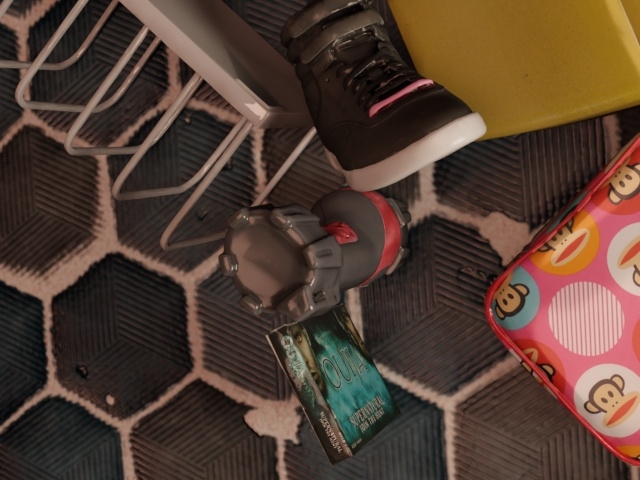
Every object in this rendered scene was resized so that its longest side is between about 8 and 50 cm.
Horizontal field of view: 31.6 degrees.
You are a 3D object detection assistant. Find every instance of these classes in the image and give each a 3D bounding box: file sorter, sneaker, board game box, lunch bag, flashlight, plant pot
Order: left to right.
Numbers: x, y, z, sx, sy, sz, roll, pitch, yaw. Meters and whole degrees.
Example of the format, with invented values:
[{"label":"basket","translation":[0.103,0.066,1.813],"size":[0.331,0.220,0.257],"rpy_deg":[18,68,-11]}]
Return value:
[{"label":"file sorter","translation":[-0.159,-0.149,1.077],"size":[0.277,0.193,0.173],"rpy_deg":[44,108,11]},{"label":"flashlight","translation":[0.000,0.000,0.974],"size":[0.103,0.304,0.103],"rpy_deg":[6,94,18]},{"label":"board game box","translation":[0.016,0.126,1.038],"size":[0.026,0.186,0.126],"rpy_deg":[-29,85,15]},{"label":"sneaker","translation":[0.035,-0.130,0.908],"size":[0.104,0.296,0.147],"rpy_deg":[-26,104,-8]},{"label":"plant pot","translation":[0.184,-0.189,0.965],"size":[0.187,0.212,0.212],"rpy_deg":[-24,86,30]},{"label":"lunch bag","translation":[0.318,0.045,0.971],"size":[0.293,0.120,0.258],"rpy_deg":[-46,80,15]}]
